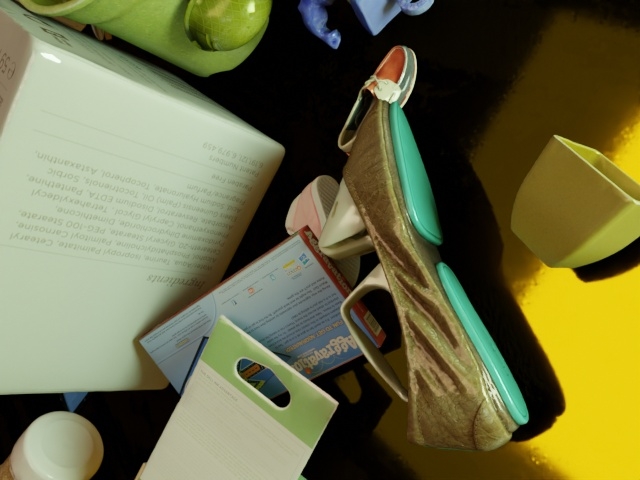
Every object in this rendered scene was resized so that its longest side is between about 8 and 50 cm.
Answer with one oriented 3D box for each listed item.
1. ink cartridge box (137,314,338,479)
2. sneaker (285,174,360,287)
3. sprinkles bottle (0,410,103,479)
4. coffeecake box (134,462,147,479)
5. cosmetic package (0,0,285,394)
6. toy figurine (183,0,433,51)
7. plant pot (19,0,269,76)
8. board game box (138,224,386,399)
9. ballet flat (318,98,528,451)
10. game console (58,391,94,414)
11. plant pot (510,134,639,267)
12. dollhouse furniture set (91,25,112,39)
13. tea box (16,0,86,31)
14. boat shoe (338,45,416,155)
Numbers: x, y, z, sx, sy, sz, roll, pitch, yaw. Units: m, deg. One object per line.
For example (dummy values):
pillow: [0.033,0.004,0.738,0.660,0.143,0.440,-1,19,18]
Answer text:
ink cartridge box: [-0.088,0.223,0.614,0.171,0.056,0.235,31,99,23]
sneaker: [0.000,0.000,0.629,0.070,0.051,0.134,-28,67,46]
sprinkles bottle: [-0.486,0.420,0.886,0.355,0.121,0.121,-47,54,22]
coffeecake box: [-0.177,0.385,0.668,0.185,0.068,0.142,38,104,39]
cosmetic package: [-0.326,-0.053,0.731,0.329,0.328,0.393,37,105,39]
toy figurine: [0.020,-0.304,0.590,0.363,0.191,0.217,-41,71,5]
plant pot: [-0.206,-0.358,0.738,0.276,0.254,0.275,-8,73,29]
board game box: [-0.078,0.111,0.630,0.281,0.027,0.145,-33,94,30]
ballet flat: [0.069,0.027,0.517,0.124,0.116,0.342,-25,69,19]
game console: [-0.432,0.224,0.924,0.122,0.107,0.071,-49,25,19]
plant pot: [0.204,-0.022,0.442,0.083,0.082,0.081,-56,50,29]
dollhouse furniture set: [-0.480,-0.470,0.983,0.303,0.198,0.286,110,140,-60]
tea box: [-0.718,-0.552,1.254,0.329,0.220,0.323,-28,63,32]
boat shoe: [0.062,-0.156,0.616,0.049,0.043,0.136,32,99,42]
